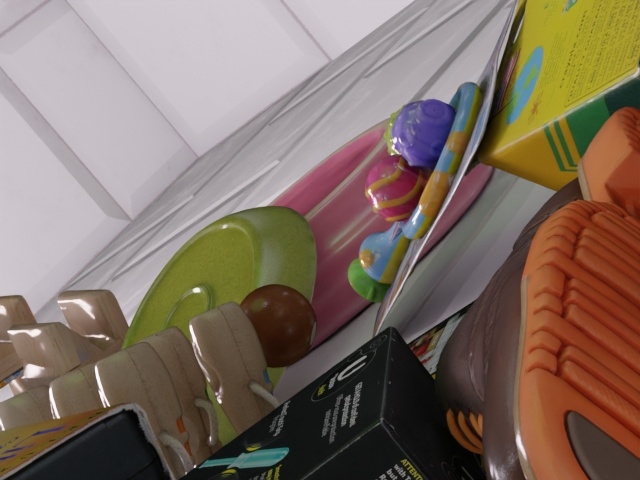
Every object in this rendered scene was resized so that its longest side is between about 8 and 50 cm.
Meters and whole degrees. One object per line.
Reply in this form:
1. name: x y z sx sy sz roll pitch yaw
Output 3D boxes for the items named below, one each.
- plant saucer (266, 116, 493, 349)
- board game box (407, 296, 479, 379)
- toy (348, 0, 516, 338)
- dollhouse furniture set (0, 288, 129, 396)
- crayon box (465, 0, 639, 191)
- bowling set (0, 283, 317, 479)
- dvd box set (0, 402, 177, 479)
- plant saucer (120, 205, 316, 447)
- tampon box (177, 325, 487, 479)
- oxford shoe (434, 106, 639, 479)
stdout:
1. plant saucer: 0.000 0.000 1.452 0.332 0.084 0.332 -39 8 7
2. board game box: 0.098 0.058 0.924 0.259 0.030 0.136 -36 12 27
3. toy: 0.061 -0.044 1.120 0.237 0.056 0.137 109 178 -48
4. dollhouse furniture set: -0.378 0.241 1.486 0.394 0.256 0.362 -4 23 45
5. crayon box: 0.184 -0.140 0.947 0.318 0.081 0.202 153 137 -77
6. bowling set: -0.061 0.123 1.015 0.200 0.154 0.287 -23 0 -24
7. dvd box set: -0.289 0.189 0.754 0.307 0.062 0.420 -32 9 -39
8. plant saucer: -0.094 0.072 1.302 0.241 0.037 0.241 -38 34 33
9. tampon box: -0.003 0.136 0.708 0.161 0.101 0.120 -37 10 13
10. oxford shoe: 0.109 0.059 0.637 0.133 0.130 0.363 -50 -2 21
